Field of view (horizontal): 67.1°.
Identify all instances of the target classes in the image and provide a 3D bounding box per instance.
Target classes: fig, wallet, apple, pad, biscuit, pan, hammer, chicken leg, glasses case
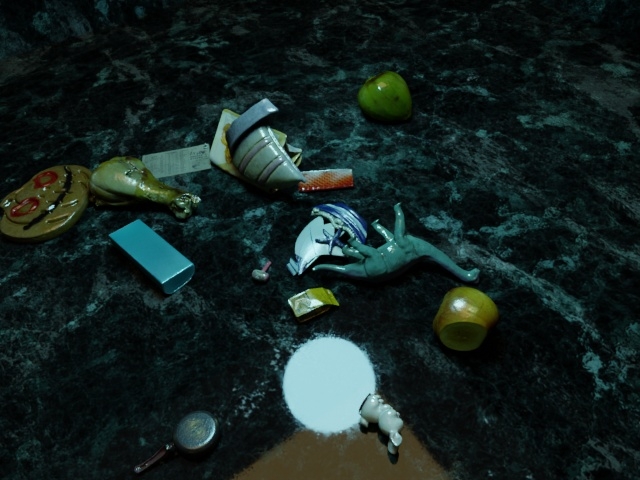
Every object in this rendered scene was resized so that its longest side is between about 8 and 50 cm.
[{"bbox_3d":[0.261,-0.555,1.920,0.225,0.203,0.203,47,58,-9],"label":"fig"},{"bbox_3d":[0.019,-0.217,1.729,0.196,0.020,0.103,-4,48,1],"label":"wallet"},{"bbox_3d":[0.378,0.203,1.250,0.147,0.146,0.163,26,53,19],"label":"apple"},{"bbox_3d":[-0.557,-0.305,1.862,0.265,0.009,0.159,-12,49,-6],"label":"pad"},{"bbox_3d":[-0.982,-0.143,1.717,0.314,0.063,0.367,2,50,5],"label":"biscuit"},{"bbox_3d":[-0.338,0.476,1.133,0.212,0.040,0.115,-25,46,-18],"label":"pan"},{"bbox_3d":[-0.171,0.091,1.470,0.052,0.031,0.083,16,41,15],"label":"hammer"},{"bbox_3d":[-0.607,-0.170,1.674,0.429,0.152,0.201,18,65,10],"label":"chicken leg"},{"bbox_3d":[-0.528,0.048,1.512,0.301,0.070,0.117,33,52,31],"label":"glasses case"}]

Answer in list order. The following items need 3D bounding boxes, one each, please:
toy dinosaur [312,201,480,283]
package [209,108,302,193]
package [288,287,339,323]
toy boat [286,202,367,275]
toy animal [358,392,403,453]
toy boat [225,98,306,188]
[{"bbox_3d":[0.226,0.095,1.405,0.383,0.129,0.331,-38,85,-2],"label":"toy dinosaur"},{"bbox_3d":[-0.229,-0.327,1.786,0.311,0.221,0.165,27,16,28],"label":"package"},{"bbox_3d":[-0.019,0.176,1.367,0.131,0.047,0.071,-21,47,-12],"label":"package"},{"bbox_3d":[0.030,0.004,1.509,0.210,0.070,0.291,14,59,16],"label":"toy boat"},{"bbox_3d":[0.151,0.418,1.124,0.124,0.071,0.085,31,57,28],"label":"toy animal"},{"bbox_3d":[-0.213,-0.298,1.626,0.276,0.293,0.111,-13,6,38],"label":"toy boat"}]
